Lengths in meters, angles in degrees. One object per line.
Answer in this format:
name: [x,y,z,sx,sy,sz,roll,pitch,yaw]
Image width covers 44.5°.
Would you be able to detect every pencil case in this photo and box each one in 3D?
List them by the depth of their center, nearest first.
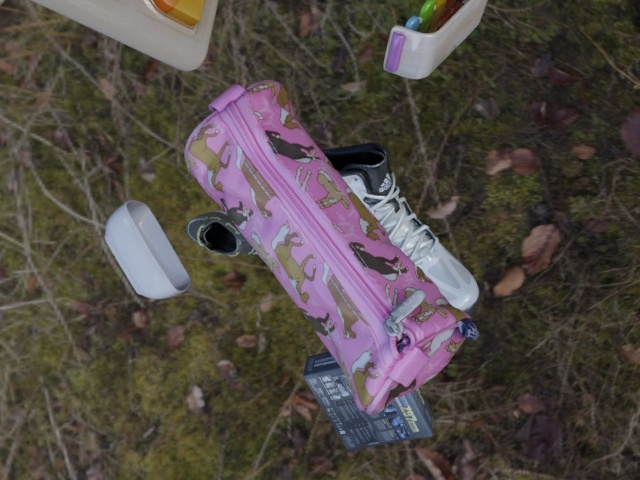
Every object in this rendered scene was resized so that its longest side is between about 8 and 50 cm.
pencil case: [0.000,0.000,0.879,0.386,0.160,0.167,53,133,18]

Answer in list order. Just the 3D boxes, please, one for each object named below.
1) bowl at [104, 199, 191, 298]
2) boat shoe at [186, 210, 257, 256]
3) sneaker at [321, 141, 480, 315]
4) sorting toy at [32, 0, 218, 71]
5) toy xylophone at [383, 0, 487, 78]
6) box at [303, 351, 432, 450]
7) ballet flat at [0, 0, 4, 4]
bowl: [-0.237,0.019,1.059,0.053,0.142,0.142,-31,93,0]
boat shoe: [-0.276,-0.019,2.117,0.305,0.091,0.109,12,103,45]
sneaker: [0.135,-0.027,1.565,0.447,0.169,0.257,35,151,19]
sorting toy: [-0.169,-0.290,0.736,0.038,0.193,0.208,-2,73,51]
toy xylophone: [0.254,-0.462,1.546,0.081,0.322,0.236,34,142,15]
box: [0.096,0.303,1.524,0.183,0.059,0.233,-16,123,20]
ballet flat: [-0.388,-0.322,0.845,0.250,0.084,0.058,116,134,-67]
